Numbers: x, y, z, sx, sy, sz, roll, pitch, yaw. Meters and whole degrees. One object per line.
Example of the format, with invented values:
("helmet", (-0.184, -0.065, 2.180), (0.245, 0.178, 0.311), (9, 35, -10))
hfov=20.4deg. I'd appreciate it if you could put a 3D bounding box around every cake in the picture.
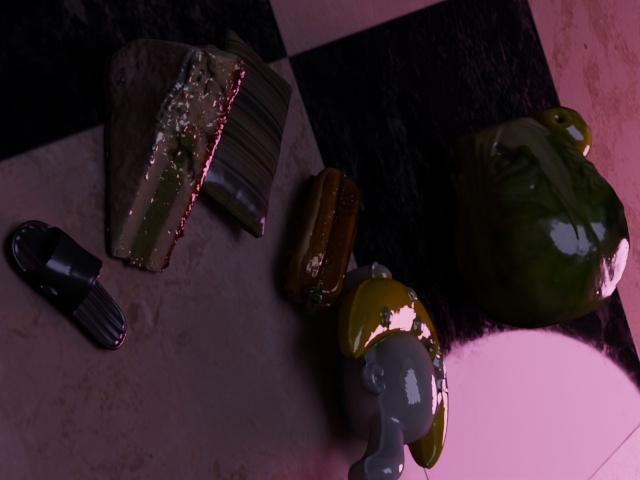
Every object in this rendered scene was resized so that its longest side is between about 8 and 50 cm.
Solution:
("cake", (-0.167, -0.093, 1.696), (0.086, 0.117, 0.220), (17, 97, -51))

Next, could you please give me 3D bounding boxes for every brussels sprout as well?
("brussels sprout", (0.257, -0.026, 2.173), (0.219, 0.210, 0.271), (-10, 74, -36))

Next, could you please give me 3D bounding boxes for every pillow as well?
("pillow", (-0.081, -0.112, 1.837), (0.113, 0.038, 0.203), (43, 44, -37))

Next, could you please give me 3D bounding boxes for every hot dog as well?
("hot dog", (0.000, 0.000, 1.901), (0.072, 0.055, 0.188), (46, 43, -34))

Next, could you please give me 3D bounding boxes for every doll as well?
("doll", (0.072, 0.148, 1.910), (0.237, 0.111, 0.252), (29, 53, -69))

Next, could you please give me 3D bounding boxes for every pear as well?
("pear", (0.325, -0.140, 2.432), (0.097, 0.092, 0.092), (104, -1, -54))

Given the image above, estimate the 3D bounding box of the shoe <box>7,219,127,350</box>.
("shoe", (-0.209, 0.037, 1.572), (0.159, 0.053, 0.062), (53, 42, -36))
